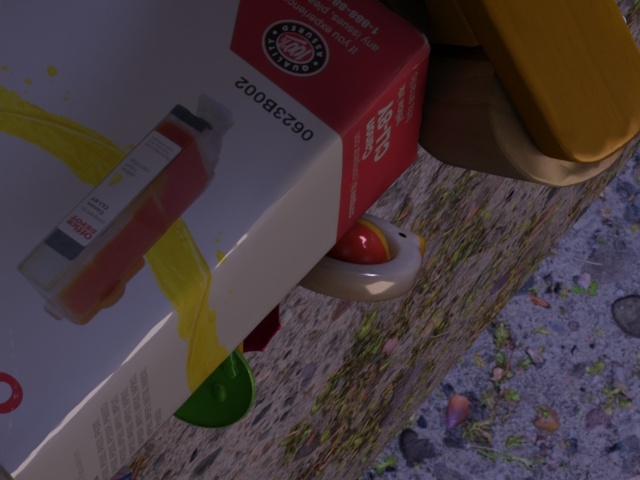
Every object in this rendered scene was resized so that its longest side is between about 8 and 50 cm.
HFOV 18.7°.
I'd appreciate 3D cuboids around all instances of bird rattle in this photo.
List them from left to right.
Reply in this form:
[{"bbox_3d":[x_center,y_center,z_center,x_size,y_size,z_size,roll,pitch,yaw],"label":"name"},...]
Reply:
[{"bbox_3d":[0.000,0.000,1.957,0.253,0.207,0.143,-36,141,-70],"label":"bird rattle"}]

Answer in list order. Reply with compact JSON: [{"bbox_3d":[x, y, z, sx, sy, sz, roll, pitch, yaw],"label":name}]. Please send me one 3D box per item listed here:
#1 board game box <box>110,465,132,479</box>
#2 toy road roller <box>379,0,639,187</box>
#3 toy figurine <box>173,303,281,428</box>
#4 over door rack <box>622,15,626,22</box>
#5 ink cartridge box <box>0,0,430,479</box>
[{"bbox_3d":[-0.360,0.382,1.974,0.318,0.066,0.318,-25,149,-59],"label":"board game box"},{"bbox_3d":[0.134,-0.221,1.262,0.240,0.330,0.202,-33,-160,-17],"label":"toy road roller"},{"bbox_3d":[-0.101,0.083,2.045,0.159,0.130,0.173,-55,147,-52],"label":"toy figurine"},{"bbox_3d":[0.320,-0.319,2.254,0.324,0.108,0.239,-51,166,-35],"label":"over door rack"},{"bbox_3d":[-0.157,-0.040,1.232,0.385,0.279,0.160,-47,165,-21],"label":"ink cartridge box"}]
